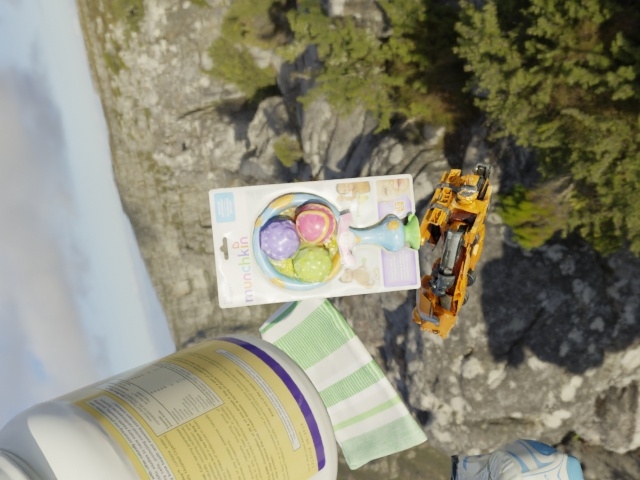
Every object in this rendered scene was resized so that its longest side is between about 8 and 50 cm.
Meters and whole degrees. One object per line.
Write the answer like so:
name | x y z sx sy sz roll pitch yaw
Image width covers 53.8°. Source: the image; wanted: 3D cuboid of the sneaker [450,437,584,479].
sneaker | 0.192 0.258 0.657 0.237 0.086 0.085 106 164 -66

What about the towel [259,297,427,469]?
towel | 0.024 0.248 1.136 0.325 0.038 0.248 55 142 10

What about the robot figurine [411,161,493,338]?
robot figurine | 0.198 0.016 0.961 0.085 0.211 0.291 17 145 18

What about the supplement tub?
supplement tub | -0.166 0.246 0.617 0.241 0.331 0.241 9 104 37

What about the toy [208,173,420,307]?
toy | 0.000 0.000 0.711 0.056 0.237 0.137 -171 76 -79
